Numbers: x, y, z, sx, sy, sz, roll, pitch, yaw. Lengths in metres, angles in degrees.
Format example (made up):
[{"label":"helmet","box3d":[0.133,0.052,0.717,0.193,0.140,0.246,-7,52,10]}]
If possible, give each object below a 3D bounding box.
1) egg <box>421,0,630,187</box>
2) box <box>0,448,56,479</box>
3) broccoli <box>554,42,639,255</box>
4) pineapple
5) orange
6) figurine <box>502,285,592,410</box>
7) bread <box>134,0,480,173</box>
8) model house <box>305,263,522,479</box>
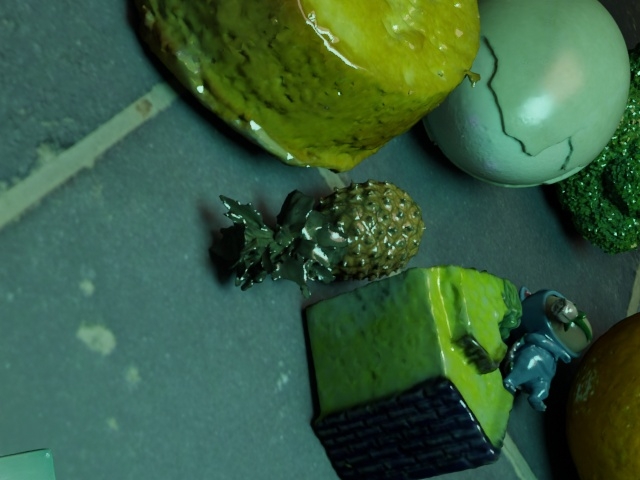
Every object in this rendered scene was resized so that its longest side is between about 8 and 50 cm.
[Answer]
[{"label":"egg","box3d":[0.268,-0.207,1.224,0.278,0.278,0.336,60,35,-10]},{"label":"box","box3d":[-0.230,0.262,0.547,0.153,0.092,0.245,0,72,-50]},{"label":"broccoli","box3d":[0.520,-0.148,1.487,0.310,0.320,0.414,-126,-158,-43]},{"label":"pineapple","box3d":[0.000,0.000,0.944,0.251,0.125,0.125,-8,79,-46]},{"label":"orange","box3d":[0.524,0.289,1.218,0.424,0.424,0.326,36,91,-34]},{"label":"figurine","box3d":[0.312,0.141,1.230,0.114,0.144,0.178,38,56,-12]},{"label":"bread","box3d":[-0.015,-0.273,0.975,0.398,0.215,0.399,19,61,-39]},{"label":"model house","box3d":[0.110,0.152,0.930,0.170,0.193,0.212,19,57,-47]}]
